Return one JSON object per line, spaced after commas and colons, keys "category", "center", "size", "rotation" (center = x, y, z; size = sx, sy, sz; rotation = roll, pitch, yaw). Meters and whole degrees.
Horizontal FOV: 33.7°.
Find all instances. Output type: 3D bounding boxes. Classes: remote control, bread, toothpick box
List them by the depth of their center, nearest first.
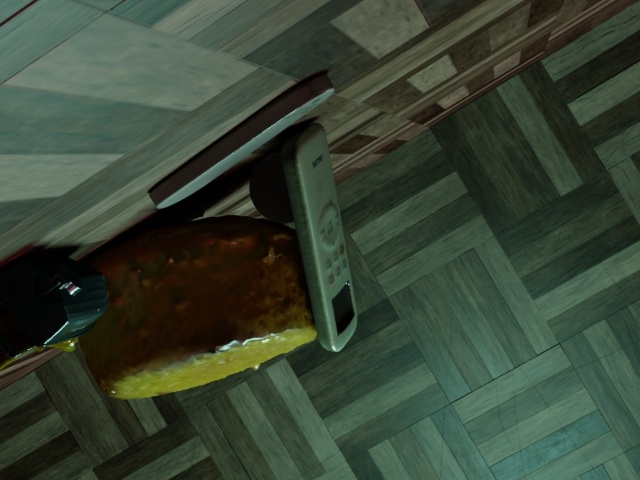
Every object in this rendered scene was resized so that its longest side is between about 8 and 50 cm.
{"category": "remote control", "center": [-0.084, -0.100, 1.093], "size": [0.245, 0.022, 0.077], "rotation": [-32, -179, 30]}
{"category": "remote control", "center": [0.000, 0.000, 1.364], "size": [0.038, 0.310, 0.090], "rotation": [2, -153, 25]}
{"category": "bread", "center": [-0.178, 0.094, 1.453], "size": [0.358, 0.204, 0.337], "rotation": [-17, 163, 9]}
{"category": "toothpick box", "center": [-0.037, -0.074, 1.464], "size": [0.098, 0.098, 0.149], "rotation": [-31, 178, 8]}

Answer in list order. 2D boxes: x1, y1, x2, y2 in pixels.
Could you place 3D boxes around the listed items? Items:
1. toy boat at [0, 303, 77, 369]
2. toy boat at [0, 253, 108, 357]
{"category": "toy boat", "center": [-0.367, 0.124, 1.186], "size": [0.141, 0.099, 0.318], "rotation": [-5, -171, 15]}
{"category": "toy boat", "center": [-0.290, 0.066, 1.153], "size": [0.103, 0.093, 0.246], "rotation": [-38, 179, 3]}
